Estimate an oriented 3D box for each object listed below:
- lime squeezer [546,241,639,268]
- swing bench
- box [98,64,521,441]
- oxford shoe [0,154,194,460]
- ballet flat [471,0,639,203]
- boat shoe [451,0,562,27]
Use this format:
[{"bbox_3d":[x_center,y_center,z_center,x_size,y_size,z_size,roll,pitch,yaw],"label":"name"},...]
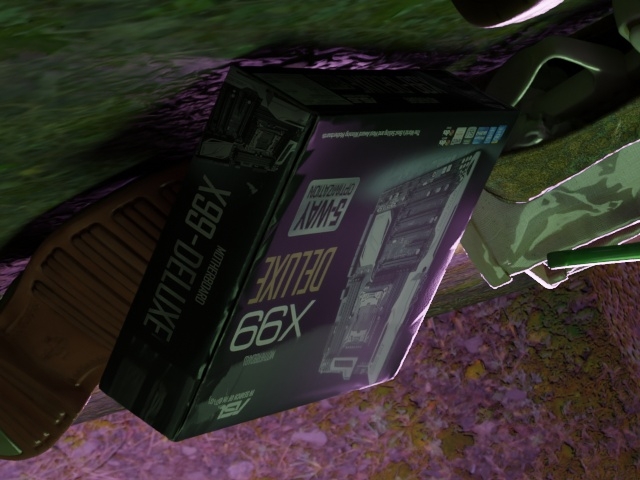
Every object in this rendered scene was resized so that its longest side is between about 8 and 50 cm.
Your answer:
[{"bbox_3d":[0.326,0.012,1.584,0.110,0.058,0.310,-29,164,35],"label":"lime squeezer"},{"bbox_3d":[0.252,-0.073,1.599,0.253,0.165,0.255,-24,171,20],"label":"swing bench"},{"bbox_3d":[0.000,0.000,1.283,0.307,0.076,0.242,-7,125,-60],"label":"box"},{"bbox_3d":[-0.164,0.025,1.445,0.397,0.140,0.146,-35,-160,35],"label":"oxford shoe"},{"bbox_3d":[0.229,-0.135,1.363,0.348,0.123,0.123,-31,168,37],"label":"ballet flat"},{"bbox_3d":[0.127,-0.181,0.703,0.110,0.121,0.341,-18,170,-19],"label":"boat shoe"}]
